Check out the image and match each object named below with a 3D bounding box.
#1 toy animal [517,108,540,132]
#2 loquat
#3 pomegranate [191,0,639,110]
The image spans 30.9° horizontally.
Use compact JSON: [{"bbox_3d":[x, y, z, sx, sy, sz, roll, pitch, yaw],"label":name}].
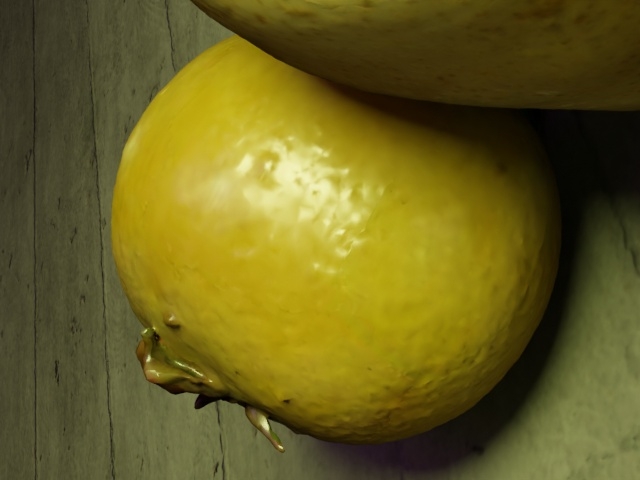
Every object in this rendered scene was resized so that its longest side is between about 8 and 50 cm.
[{"bbox_3d":[0.144,-0.170,0.780,0.075,0.041,0.217,21,100,60],"label":"toy animal"},{"bbox_3d":[0.000,0.000,0.715,0.275,0.274,0.275,-34,49,51],"label":"loquat"},{"bbox_3d":[0.103,-0.236,0.513,0.416,0.416,0.417,-34,49,51],"label":"pomegranate"}]
